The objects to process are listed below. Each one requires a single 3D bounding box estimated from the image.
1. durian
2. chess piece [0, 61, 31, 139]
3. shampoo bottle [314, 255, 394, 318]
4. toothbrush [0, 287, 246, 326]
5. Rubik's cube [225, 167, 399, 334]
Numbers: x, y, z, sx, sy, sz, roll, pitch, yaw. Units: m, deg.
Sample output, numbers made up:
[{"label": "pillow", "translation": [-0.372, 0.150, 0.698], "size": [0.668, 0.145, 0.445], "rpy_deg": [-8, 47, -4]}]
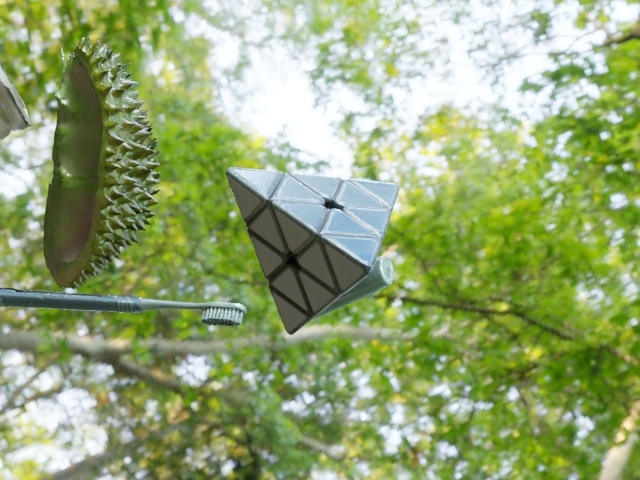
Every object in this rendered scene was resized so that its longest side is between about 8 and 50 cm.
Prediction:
[{"label": "durian", "translation": [-0.313, -0.104, 1.716], "size": [0.169, 0.158, 0.351], "rpy_deg": [3, -90, 14]}, {"label": "chess piece", "translation": [-0.506, -0.123, 1.470], "size": [0.124, 0.307, 0.139], "rpy_deg": [64, -5, -13]}, {"label": "shampoo bottle", "translation": [0.037, 0.089, 2.113], "size": [0.191, 0.069, 0.041], "rpy_deg": [-29, -58, 25]}, {"label": "toothbrush", "translation": [-0.168, 0.055, 1.026], "size": [0.220, 0.019, 0.016], "rpy_deg": [4, -39, 11]}, {"label": "Rubik's cube", "translation": [0.002, 0.000, 2.009], "size": [0.228, 0.233, 0.228], "rpy_deg": [-13, -113, 17]}]
